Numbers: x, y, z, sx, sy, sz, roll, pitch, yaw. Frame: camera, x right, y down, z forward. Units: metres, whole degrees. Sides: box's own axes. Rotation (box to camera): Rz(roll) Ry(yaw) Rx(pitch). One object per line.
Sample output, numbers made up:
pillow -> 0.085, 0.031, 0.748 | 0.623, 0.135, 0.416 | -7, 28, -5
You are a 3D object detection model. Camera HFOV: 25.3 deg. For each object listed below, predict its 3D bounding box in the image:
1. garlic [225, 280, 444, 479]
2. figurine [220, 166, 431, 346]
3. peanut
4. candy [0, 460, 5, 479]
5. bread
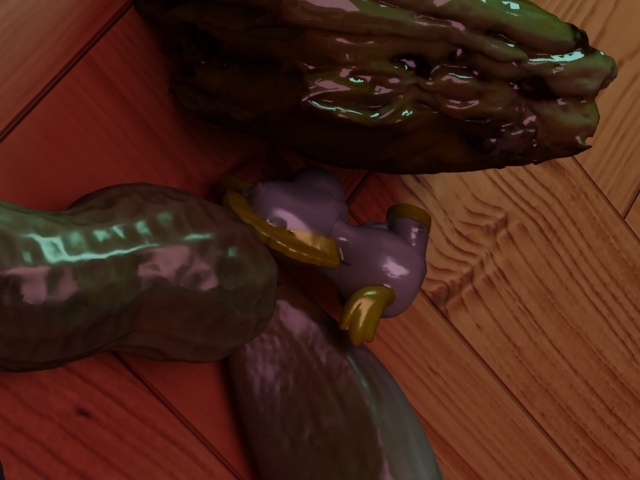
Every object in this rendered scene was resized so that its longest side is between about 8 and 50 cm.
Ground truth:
garlic -> 0.023, 0.173, 1.115 | 0.143, 0.112, 0.318 | -24, 83, -36
figurine -> 0.000, -0.005, 1.117 | 0.178, 0.109, 0.129 | 39, 31, 0
peanut -> -0.165, 0.022, 0.987 | 0.298, 0.120, 0.136 | 0, 46, -36
candy -> -0.336, 0.175, 0.833 | 0.312, 0.088, 0.061 | -4, 82, -38
bread -> 0.025, -0.139, 1.104 | 0.324, 0.277, 0.167 | 20, 91, -32
